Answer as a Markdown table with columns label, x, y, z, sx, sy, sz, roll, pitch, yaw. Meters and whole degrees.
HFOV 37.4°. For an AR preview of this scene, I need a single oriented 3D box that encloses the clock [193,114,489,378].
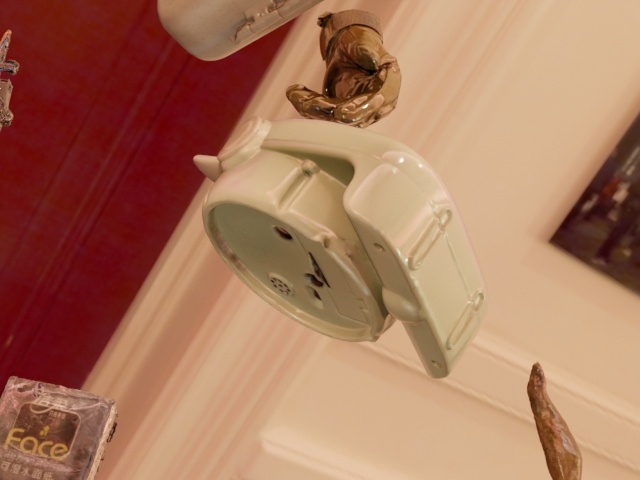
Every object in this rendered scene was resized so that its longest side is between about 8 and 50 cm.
| label | x | y | z | sx | sy | sz | roll | pitch | yaw |
| --- | --- | --- | --- | --- | --- | --- | --- | --- | --- |
| clock | 0.000 | 0.000 | 0.961 | 0.324 | 0.108 | 0.265 | 16 | -31 | 39 |

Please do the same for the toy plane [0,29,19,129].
| label | x | y | z | sx | sy | sz | roll | pitch | yaw |
| --- | --- | --- | --- | --- | --- | --- | --- | --- | --- |
| toy plane | -0.444 | -0.208 | 1.300 | 0.062 | 0.188 | 0.135 | 19 | -23 | 2 |

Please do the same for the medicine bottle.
| label | x | y | z | sx | sy | sz | roll | pitch | yaw |
| --- | --- | --- | --- | --- | --- | --- | --- | --- | --- |
| medicine bottle | -0.040 | -0.392 | 1.176 | 0.123 | 0.375 | 0.282 | 39 | 39 | -39 |

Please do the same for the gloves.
| label | x | y | z | sx | sy | sz | roll | pitch | yaw |
| --- | --- | --- | --- | --- | --- | --- | --- | --- | --- |
| gloves | 0.045 | -0.240 | 1.414 | 0.141 | 0.154 | 0.331 | 55 | 21 | -28 |

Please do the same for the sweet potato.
| label | x | y | z | sx | sy | sz | roll | pitch | yaw |
| --- | --- | --- | --- | --- | --- | --- | --- | --- | --- |
| sweet potato | 0.246 | 0.204 | 0.992 | 0.038 | 0.041 | 0.153 | -7 | 67 | -15 |

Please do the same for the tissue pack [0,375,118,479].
| label | x | y | z | sx | sy | sz | roll | pitch | yaw |
| --- | --- | --- | --- | --- | --- | --- | --- | --- | --- |
| tissue pack | -0.417 | 0.331 | 1.401 | 0.173 | 0.073 | 0.235 | 14 | 57 | 2 |
